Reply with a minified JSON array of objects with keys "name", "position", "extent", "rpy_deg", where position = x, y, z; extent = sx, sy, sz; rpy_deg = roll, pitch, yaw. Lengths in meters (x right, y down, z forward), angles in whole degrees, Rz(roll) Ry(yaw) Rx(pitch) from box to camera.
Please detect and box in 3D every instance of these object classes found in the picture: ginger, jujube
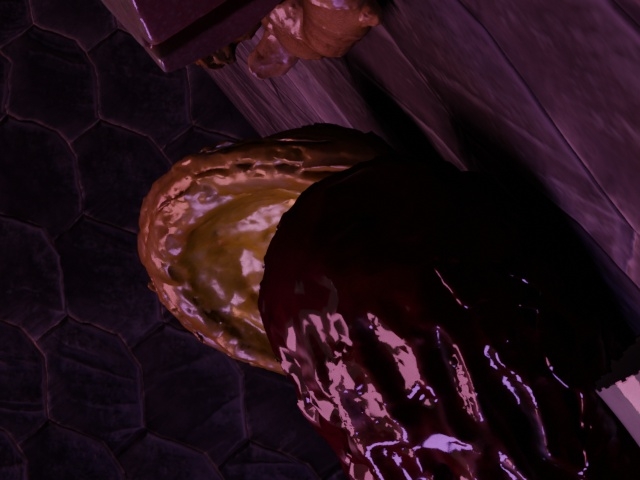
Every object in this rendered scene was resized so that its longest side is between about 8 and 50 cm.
[{"name":"ginger","position":[-0.012,-0.162,0.938],"extent":[0.089,0.075,0.288],"rpy_deg":[27,177,-10]},{"name":"jujube","position":[0.103,0.107,0.950],"extent":[0.258,0.258,0.376],"rpy_deg":[47,163,58]}]

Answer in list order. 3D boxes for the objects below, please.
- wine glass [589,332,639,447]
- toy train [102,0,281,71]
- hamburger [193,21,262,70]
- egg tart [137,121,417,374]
[{"name":"wine glass","position":[0.219,0.119,0.595],"extent":[0.202,0.093,0.093],"rpy_deg":[51,178,6]},{"name":"toy train","position":[-0.151,-0.263,0.814],"extent":[0.304,0.150,0.221],"rpy_deg":[48,167,32]},{"name":"hamburger","position":[-0.150,-0.277,1.143],"extent":[0.262,0.124,0.131],"rpy_deg":[54,177,-35]},{"name":"egg tart","position":[0.000,0.000,1.209],"extent":[0.345,0.345,0.132],"rpy_deg":[53,-145,-39]}]
